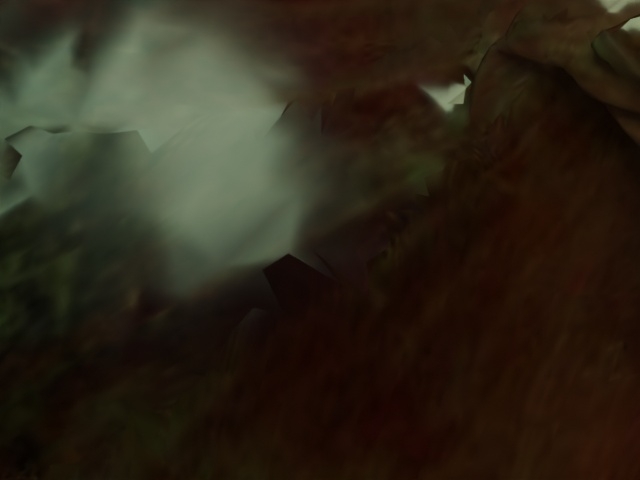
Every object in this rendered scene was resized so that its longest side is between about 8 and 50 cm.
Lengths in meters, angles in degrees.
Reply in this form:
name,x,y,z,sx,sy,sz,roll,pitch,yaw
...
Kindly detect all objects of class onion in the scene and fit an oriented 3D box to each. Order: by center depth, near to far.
name,x,y,z,sx,sy,sz,roll,pitch,yaw
onion,-0.005,0.020,0.508,0.353,0.353,0.354,0,55,0
